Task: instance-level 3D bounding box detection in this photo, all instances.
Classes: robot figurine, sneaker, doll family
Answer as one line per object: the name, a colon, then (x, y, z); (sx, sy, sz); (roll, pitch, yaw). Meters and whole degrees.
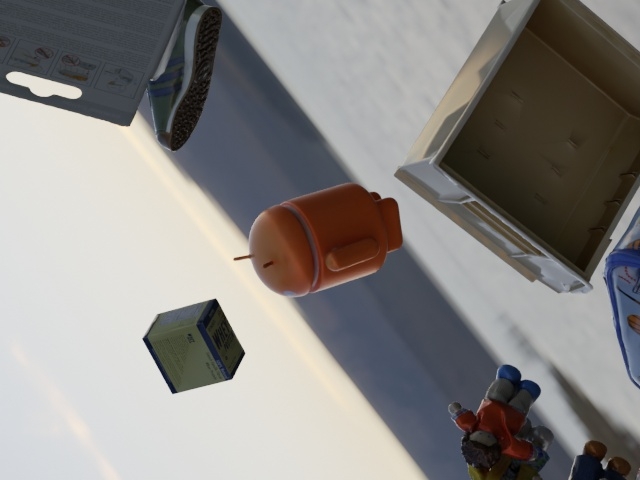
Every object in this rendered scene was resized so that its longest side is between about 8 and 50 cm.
robot figurine: (-0.001, 0.000, 2.353); (0.158, 0.219, 0.128); (57, 150, 28)
sneaker: (-0.169, -0.197, 2.002); (0.086, 0.064, 0.192); (32, 130, 18)
doll family: (0.230, 0.247, 1.735); (0.263, 0.118, 0.163); (25, -144, 10)

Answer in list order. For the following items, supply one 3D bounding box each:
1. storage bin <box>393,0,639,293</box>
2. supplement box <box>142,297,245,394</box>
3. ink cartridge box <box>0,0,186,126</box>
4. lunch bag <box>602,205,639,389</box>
storage bin: (0.263, -0.111, 2.060); (0.260, 0.262, 0.123); (37, 163, -17)
supplement box: (-0.147, 0.123, 2.096); (0.083, 0.083, 0.056); (63, -154, -22)
ink cartridge box: (-0.248, -0.189, 1.770); (0.066, 0.189, 0.232); (104, 180, -47)
lunch bag: (0.390, 0.080, 1.643); (0.243, 0.115, 0.303); (23, 159, 27)
